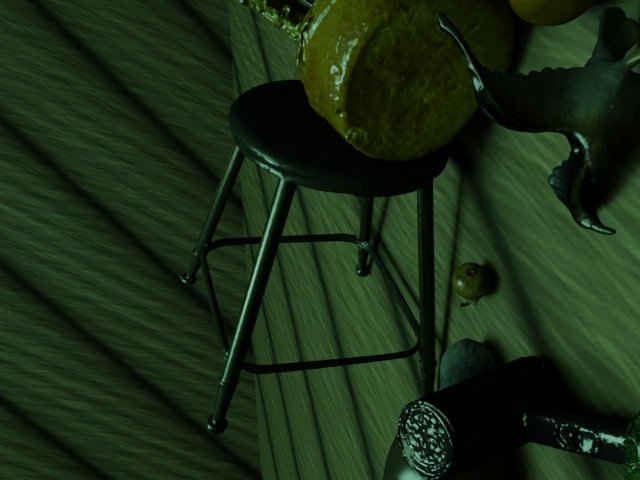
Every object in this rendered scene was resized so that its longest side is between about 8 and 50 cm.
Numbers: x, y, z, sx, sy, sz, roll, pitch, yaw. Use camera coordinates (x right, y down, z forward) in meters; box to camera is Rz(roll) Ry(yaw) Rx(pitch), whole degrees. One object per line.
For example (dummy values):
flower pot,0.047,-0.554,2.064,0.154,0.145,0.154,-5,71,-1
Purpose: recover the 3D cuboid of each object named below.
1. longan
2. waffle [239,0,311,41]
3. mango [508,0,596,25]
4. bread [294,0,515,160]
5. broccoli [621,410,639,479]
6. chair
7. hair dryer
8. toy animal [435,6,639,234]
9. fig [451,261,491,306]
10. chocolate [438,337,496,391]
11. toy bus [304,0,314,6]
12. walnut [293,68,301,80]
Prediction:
longan,0.163,0.312,0.894,0.189,0.189,0.189,174,90,-74
waffle,-0.048,-0.406,1.262,0.051,0.291,0.291,-52,34,19
mango,0.220,-0.276,0.617,0.115,0.089,0.165,-124,35,-57
bread,0.095,-0.217,0.796,0.268,0.268,0.145,100,154,-44
broccoli,0.269,0.174,0.280,0.297,0.297,0.297,27,137,28
chair,0.000,0.000,1.046,0.362,0.365,0.410,-115,29,-50
hair dryer,0.224,0.180,0.672,0.251,0.197,0.089,-6,91,53
toy animal,0.221,-0.101,0.568,0.160,0.272,0.197,-44,36,23
fig,0.196,0.062,0.903,0.083,0.050,0.050,83,172,-55
chocolate,0.180,0.184,0.863,0.167,0.072,0.072,-58,-23,-54
toy bus,-0.010,-0.478,1.154,0.133,0.292,0.125,-54,-4,-27
walnut,0.034,-0.251,1.163,0.166,0.166,0.149,105,161,-51
